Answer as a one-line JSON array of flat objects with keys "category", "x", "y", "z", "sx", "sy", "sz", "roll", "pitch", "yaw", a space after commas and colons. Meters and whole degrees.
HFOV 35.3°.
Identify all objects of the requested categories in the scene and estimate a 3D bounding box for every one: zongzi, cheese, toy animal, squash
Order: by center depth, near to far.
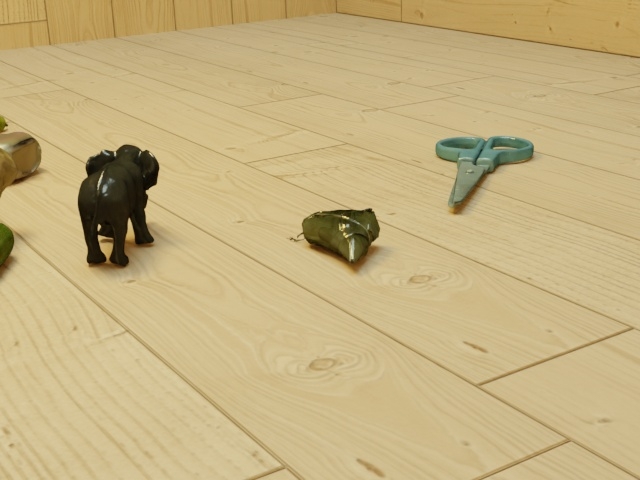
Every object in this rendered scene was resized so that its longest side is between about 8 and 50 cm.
[{"category": "squash", "x": -0.489, "y": 0.028, "z": 1.421, "sx": 0.066, "sy": 0.066, "sz": 0.229, "roll": -1, "pitch": 20, "yaw": 3}, {"category": "zongzi", "x": 0.000, "y": 0.000, "z": 1.477, "sx": 0.154, "sy": 0.062, "sz": 0.130, "roll": -1, "pitch": 31, "yaw": 23}, {"category": "toy animal", "x": -0.297, "y": -0.060, "z": 1.524, "sx": 0.114, "sy": 0.146, "sz": 0.245, "roll": -5, "pitch": 19, "yaw": -4}, {"category": "cheese", "x": -0.690, "y": -0.166, "z": 1.962, "sx": 0.286, "sy": 0.082, "sz": 0.163, "roll": 5, "pitch": 20, "yaw": 21}]

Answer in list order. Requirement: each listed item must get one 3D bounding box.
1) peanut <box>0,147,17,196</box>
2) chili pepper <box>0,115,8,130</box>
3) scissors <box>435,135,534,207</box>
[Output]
[{"category": "peanut", "x": -0.583, "y": -0.051, "z": 1.496, "sx": 0.153, "sy": 0.140, "sz": 0.325, "roll": 30, "pitch": 43, "yaw": 11}, {"category": "chili pepper", "x": -0.800, "y": -0.251, "z": 2.273, "sx": 0.208, "sy": 0.043, "sz": 0.049, "roll": -17, "pitch": 37, "yaw": -34}, {"category": "scissors", "x": 0.278, "y": -0.129, "z": 1.837, "sx": 0.192, "sy": 0.029, "sz": 0.447, "roll": 3, "pitch": 20, "yaw": 16}]
